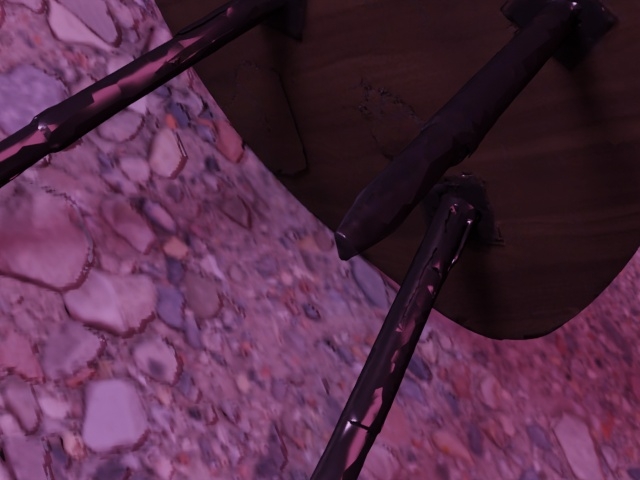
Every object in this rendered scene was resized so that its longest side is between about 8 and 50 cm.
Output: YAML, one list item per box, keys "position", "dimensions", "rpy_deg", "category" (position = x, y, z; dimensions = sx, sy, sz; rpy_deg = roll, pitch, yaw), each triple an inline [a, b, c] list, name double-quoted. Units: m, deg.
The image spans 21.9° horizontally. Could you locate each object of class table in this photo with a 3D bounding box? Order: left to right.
- position: [0.000, 0.000, 0.749]
  dimensions: [0.317, 0.317, 0.249]
  rpy_deg: [45, 50, -6]
  category: "table"
